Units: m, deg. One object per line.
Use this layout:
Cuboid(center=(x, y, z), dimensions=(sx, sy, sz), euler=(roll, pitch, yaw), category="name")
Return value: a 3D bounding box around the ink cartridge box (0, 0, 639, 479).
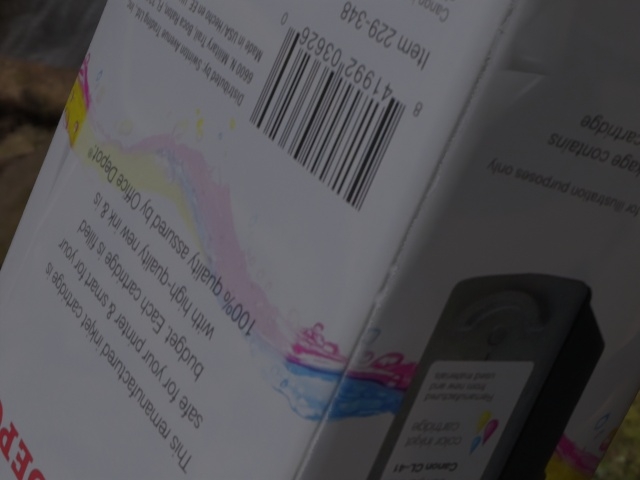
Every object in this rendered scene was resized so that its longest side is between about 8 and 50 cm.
Cuboid(center=(0.000, 0.000, 0.490), dimensions=(0.131, 0.306, 0.226), euler=(12, 20, -36), category="ink cartridge box")
